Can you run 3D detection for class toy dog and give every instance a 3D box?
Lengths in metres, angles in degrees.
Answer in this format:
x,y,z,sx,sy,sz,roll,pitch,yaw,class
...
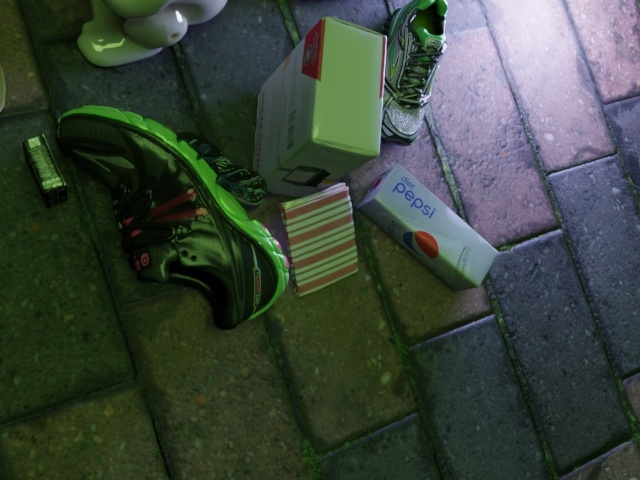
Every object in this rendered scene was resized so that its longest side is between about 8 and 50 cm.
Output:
x,y,z,sx,sy,sz,roll,pitch,yaw,class
-0.246,-0.493,1.197,0.396,0.408,0.284,-2,81,-23,toy dog

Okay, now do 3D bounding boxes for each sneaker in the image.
x,y,z,sx,sy,sz,roll,pitch,yaw,class
-0.196,-0.121,1.329,0.211,0.081,0.080,37,68,7,sneaker
0.182,-0.360,1.494,0.134,0.146,0.343,14,75,-20,sneaker
-0.264,-0.037,1.222,0.483,0.185,0.202,43,63,-8,sneaker

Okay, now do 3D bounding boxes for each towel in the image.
x,y,z,sx,sy,sz,roll,pitch,yaw,class
0.000,0.000,1.369,0.144,0.029,0.197,-21,119,-24,towel

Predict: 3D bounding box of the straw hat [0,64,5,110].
x,y,z,sx,sy,sz,roll,pitch,yaw,class
-0.593,-0.269,1.195,0.061,0.144,0.144,-12,82,16,straw hat

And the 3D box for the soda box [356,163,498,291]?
x,y,z,sx,sy,sz,roll,pitch,yaw,class
0.219,-0.021,1.469,0.286,0.091,0.098,40,68,-10,soda box

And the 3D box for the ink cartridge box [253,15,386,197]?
x,y,z,sx,sy,sz,roll,pitch,yaw,class
-0.011,-0.223,1.297,0.131,0.306,0.226,9,77,-21,ink cartridge box

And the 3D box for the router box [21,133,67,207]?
x,y,z,sx,sy,sz,roll,pitch,yaw,class
-0.454,-0.112,1.191,0.038,0.122,0.092,-25,89,-21,router box
